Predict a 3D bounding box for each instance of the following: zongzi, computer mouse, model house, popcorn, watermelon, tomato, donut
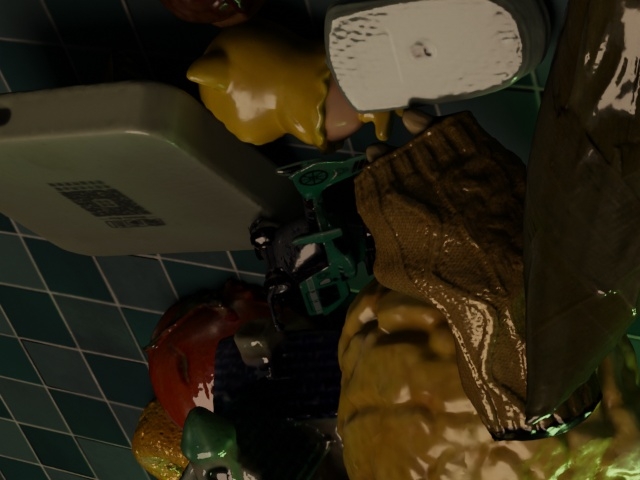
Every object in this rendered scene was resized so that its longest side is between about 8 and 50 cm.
[{"bbox_3d":[0.259,-0.083,1.424,0.174,0.393,0.356,16,139,18],"label":"zongzi"},{"bbox_3d":[0.116,-0.202,1.617,0.230,0.079,0.128,-5,116,16],"label":"computer mouse"},{"bbox_3d":[-0.045,0.249,1.976,0.243,0.298,0.284,-10,111,27],"label":"model house"},{"bbox_3d":[0.194,0.196,1.837,0.390,0.354,0.344,39,155,-17],"label":"popcorn"},{"bbox_3d":[-0.232,-0.156,1.991,0.069,0.087,0.163,-3,150,-15],"label":"watermelon"},{"bbox_3d":[-0.110,0.210,2.224,0.309,0.170,0.309,21,143,17],"label":"tomato"},{"bbox_3d":[-0.177,0.327,2.475,0.253,0.118,0.253,26,159,11],"label":"donut"}]

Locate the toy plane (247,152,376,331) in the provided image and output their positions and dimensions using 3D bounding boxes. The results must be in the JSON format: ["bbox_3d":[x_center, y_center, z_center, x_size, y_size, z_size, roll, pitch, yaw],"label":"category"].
[{"bbox_3d":[0.000,0.000,1.845,0.155,0.106,0.382,-15,154,-2],"label":"toy plane"}]

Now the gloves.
[{"bbox_3d":[0.170,0.025,1.613,0.155,0.203,0.356,-35,83,47],"label":"gloves"}]

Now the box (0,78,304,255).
[{"bbox_3d":[-0.241,-0.080,1.918,0.367,0.090,0.373,-1,160,28],"label":"box"}]

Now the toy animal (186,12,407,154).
[{"bbox_3d":[-0.021,-0.168,1.729,0.229,0.156,0.156,17,142,12],"label":"toy animal"}]

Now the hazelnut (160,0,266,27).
[{"bbox_3d":[-0.120,-0.292,1.637,0.201,0.160,0.170,-26,90,54],"label":"hazelnut"}]
